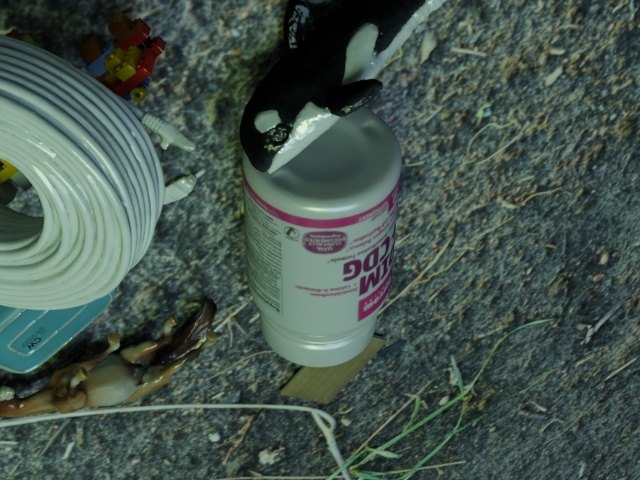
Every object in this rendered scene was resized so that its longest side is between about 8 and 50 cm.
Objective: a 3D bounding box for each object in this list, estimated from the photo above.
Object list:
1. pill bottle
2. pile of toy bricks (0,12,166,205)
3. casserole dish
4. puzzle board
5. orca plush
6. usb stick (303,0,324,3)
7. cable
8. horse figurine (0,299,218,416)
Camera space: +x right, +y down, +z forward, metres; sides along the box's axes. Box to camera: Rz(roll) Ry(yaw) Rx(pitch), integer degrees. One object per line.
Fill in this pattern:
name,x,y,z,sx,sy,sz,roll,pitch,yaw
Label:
pill bottle,0.000,0.000,1.434,0.160,0.160,0.283,-20,143,-17
pile of toy bricks,-0.239,-0.135,1.164,0.212,0.118,0.105,-32,119,27
casserole dish,-0.291,0.077,1.412,0.188,0.037,0.114,-39,143,10
puzzle board,0.016,0.163,1.767,0.096,0.011,0.128,18,120,-46
orca plush,0.018,-0.196,1.271,0.287,0.151,0.102,-39,113,13
usb stick,-0.067,-0.283,1.148,0.077,0.045,0.278,-44,142,17
cable,-0.258,-0.048,1.104,0.257,0.089,0.257,34,132,-14
horse figurine,-0.224,0.141,1.489,0.263,0.066,0.174,-17,164,-42
